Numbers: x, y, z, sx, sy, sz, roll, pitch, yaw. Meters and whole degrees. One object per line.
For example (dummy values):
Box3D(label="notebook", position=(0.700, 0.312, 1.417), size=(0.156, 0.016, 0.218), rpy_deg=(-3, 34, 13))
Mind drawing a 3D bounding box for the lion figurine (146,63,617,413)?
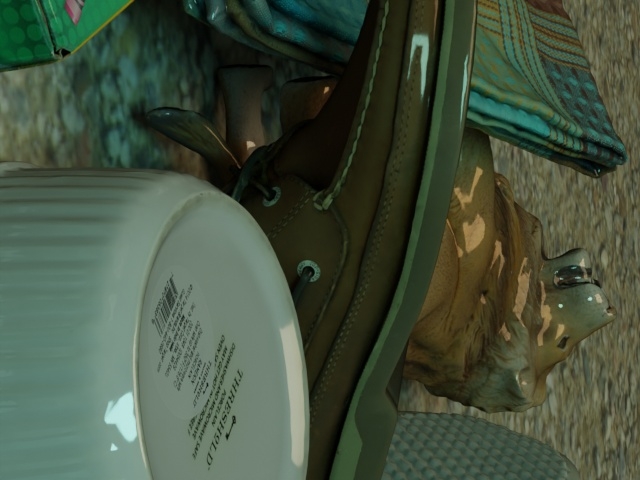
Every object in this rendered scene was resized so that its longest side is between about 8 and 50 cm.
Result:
Box3D(label="lion figurine", position=(0.031, 0.012, 1.076), size=(0.392, 0.142, 0.240), rpy_deg=(-15, 106, -54))

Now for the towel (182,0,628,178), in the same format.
Box3D(label="towel", position=(0.030, -0.185, 1.010), size=(0.370, 0.040, 0.271), rpy_deg=(16, 50, -51))

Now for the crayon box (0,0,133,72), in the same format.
Box3D(label="crayon box", position=(-0.117, -0.137, 0.667), size=(0.278, 0.165, 0.081), rpy_deg=(-56, 134, -58))

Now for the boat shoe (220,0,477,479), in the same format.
Box3D(label="boat shoe", position=(0.000, 0.000, 0.863), size=(0.111, 0.104, 0.307), rpy_deg=(-76, 178, -67))

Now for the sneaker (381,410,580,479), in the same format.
Box3D(label="sneaker", position=(0.028, 0.202, 1.009), size=(0.366, 0.135, 0.150), rpy_deg=(-24, 134, -60))

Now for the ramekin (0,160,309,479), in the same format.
Box3D(label="ramekin", position=(-0.085, 0.067, 0.767), size=(0.207, 0.109, 0.207), rpy_deg=(-6, 90, -68))
